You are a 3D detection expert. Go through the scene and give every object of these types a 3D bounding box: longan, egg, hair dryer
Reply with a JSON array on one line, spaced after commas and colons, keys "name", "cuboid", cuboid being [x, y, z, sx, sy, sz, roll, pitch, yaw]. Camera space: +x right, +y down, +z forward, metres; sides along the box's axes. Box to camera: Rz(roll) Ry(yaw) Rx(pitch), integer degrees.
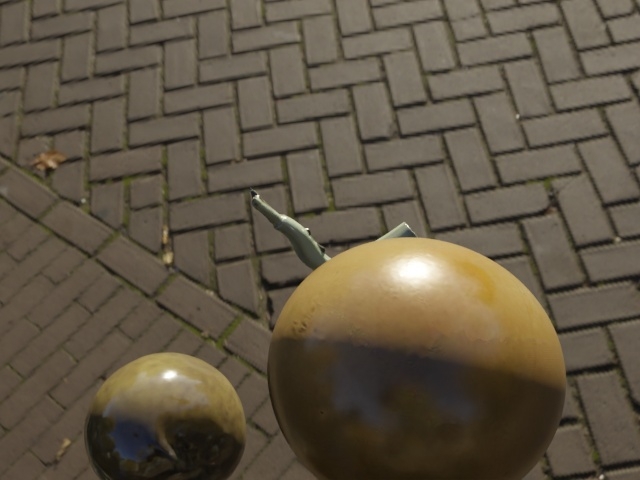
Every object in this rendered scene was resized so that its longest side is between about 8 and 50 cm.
[{"name": "longan", "cuboid": [-0.296, 0.359, 1.697, 0.319, 0.319, 0.318, -1, 57, 2]}, {"name": "egg", "cuboid": [0.115, 0.150, 0.989, 0.374, 0.301, 0.301, 15, 45, -41]}, {"name": "hair dryer", "cuboid": [0.037, -0.004, 1.415, 0.229, 0.267, 0.092, -23, 28, -4]}]
